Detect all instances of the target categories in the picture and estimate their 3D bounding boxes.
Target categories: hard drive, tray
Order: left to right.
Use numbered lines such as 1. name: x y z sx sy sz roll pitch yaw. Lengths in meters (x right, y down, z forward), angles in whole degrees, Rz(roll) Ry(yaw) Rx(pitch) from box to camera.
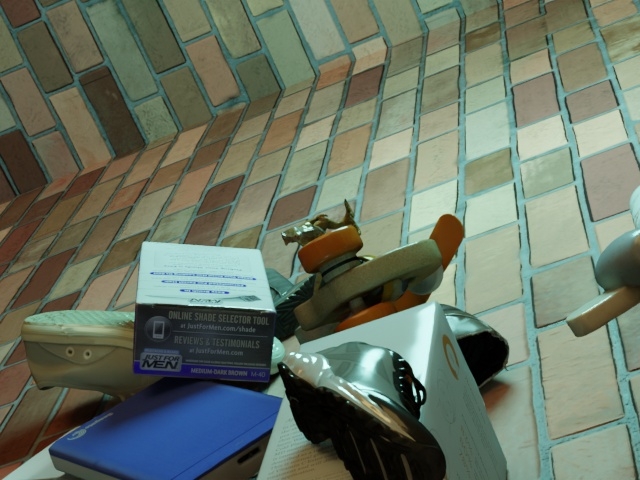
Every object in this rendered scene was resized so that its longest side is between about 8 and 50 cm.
1. tray: -0.346 0.303 2.005 0.145 0.030 0.270 -36 9 -30
2. hard drive: -0.173 0.243 1.771 0.210 0.040 0.319 -30 19 -32

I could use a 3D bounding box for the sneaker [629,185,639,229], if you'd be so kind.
1. sneaker: 0.541 -0.062 1.849 0.292 0.108 0.169 -29 14 19

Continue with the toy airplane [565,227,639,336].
1. toy airplane: 0.475 -0.036 1.584 0.384 0.272 0.386 -16 20 27

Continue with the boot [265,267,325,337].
1. boot: -0.045 0.079 2.277 0.189 0.076 0.208 -26 11 -11

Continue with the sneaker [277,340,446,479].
1. sneaker: 0.048 0.140 1.241 0.108 0.100 0.271 -23 18 -13

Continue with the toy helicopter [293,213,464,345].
1. toy helicopter: 0.062 0.073 1.947 0.235 0.140 0.355 -22 -11 -25

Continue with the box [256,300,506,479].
1. box: 0.068 0.245 1.414 0.168 0.215 0.345 -18 19 16

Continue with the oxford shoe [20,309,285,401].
1. oxford shoe: -0.253 0.183 2.167 0.449 0.130 0.169 1 7 25

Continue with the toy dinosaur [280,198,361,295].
1. toy dinosaur: 0.000 0.000 1.925 0.112 0.064 0.211 -28 -24 7

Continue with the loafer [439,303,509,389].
1. loafer: 0.091 0.181 1.693 0.130 0.134 0.366 -1 29 47

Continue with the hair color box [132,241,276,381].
1. hair color box: -0.167 0.094 2.023 0.185 0.110 0.339 4 12 -6
